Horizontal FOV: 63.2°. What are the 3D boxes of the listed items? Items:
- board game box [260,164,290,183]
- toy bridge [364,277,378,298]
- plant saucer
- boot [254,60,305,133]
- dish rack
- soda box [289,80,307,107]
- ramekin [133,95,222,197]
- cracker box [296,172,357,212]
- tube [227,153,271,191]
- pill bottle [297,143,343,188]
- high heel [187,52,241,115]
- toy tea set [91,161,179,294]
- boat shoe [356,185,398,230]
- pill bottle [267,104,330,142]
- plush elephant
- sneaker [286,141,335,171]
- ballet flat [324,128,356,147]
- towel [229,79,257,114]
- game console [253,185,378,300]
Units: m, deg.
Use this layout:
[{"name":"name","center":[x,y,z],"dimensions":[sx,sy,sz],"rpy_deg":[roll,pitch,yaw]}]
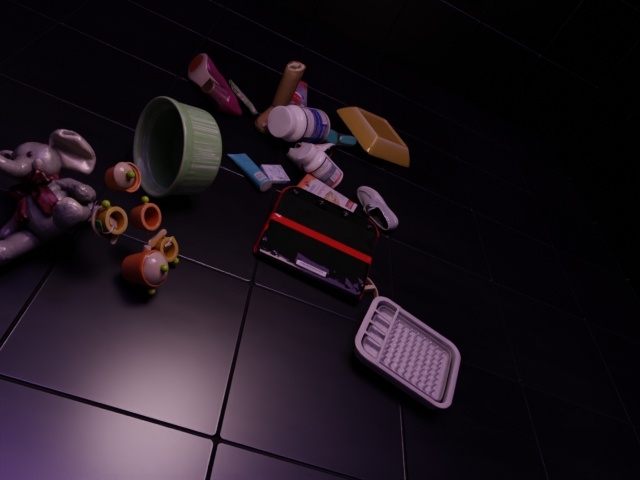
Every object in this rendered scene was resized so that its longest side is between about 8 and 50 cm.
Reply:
[{"name":"board game box","center":[-0.175,-0.255,1.997],"dimensions":[0.090,0.020,0.090],"rpy_deg":[-4,50,-39]},{"name":"toy bridge","center":[0.159,0.164,1.755],"dimensions":[0.063,0.026,0.188],"rpy_deg":[-2,49,-38]},{"name":"plant saucer","center":[0.278,-0.521,2.531],"dimensions":[0.332,0.081,0.333],"rpy_deg":[9,41,-44]},{"name":"boot","center":[-0.173,-0.603,2.184],"dimensions":[0.089,0.269,0.236],"rpy_deg":[29,36,-1]},{"name":"dish rack","center":[0.258,0.346,1.582],"dimensions":[0.332,0.072,0.285],"rpy_deg":[34,36,2]},{"name":"soda box","center":[-0.119,-0.671,2.458],"dimensions":[0.092,0.083,0.263],"rpy_deg":[20,38,-17]},{"name":"ramekin","center":[-0.440,-0.281,1.612],"dimensions":[0.148,0.303,0.303],"rpy_deg":[0,47,-47]},{"name":"cracker box","center":[0.010,-0.140,1.960],"dimensions":[0.232,0.067,0.156],"rpy_deg":[33,37,0]},{"name":"tube","center":[-0.259,-0.264,1.927],"dimensions":[0.080,0.052,0.207],"rpy_deg":[-8,47,-47]},{"name":"pill bottle","center":[-0.004,-0.289,2.033],"dimensions":[0.180,0.108,0.108],"rpy_deg":[44,29,-31]},{"name":"high heel","center":[-0.454,-0.661,2.224],"dimensions":[0.181,0.127,0.377],"rpy_deg":[38,20,-45]},{"name":"toy tea set","center":[-0.449,-0.033,1.319],"dimensions":[0.124,0.336,0.200],"rpy_deg":[-1,37,26]},{"name":"boat shoe","center":[0.217,-0.130,2.088],"dimensions":[0.227,0.079,0.081],"rpy_deg":[49,35,16]},{"name":"pill bottle","center":[-0.090,-0.486,2.179],"dimensions":[0.153,0.153,0.264],"rpy_deg":[49,30,21]},{"name":"plush elephant","center":[-0.688,-0.132,1.272],"dimensions":[0.255,0.271,0.330],"rpy_deg":[61,13,-12]},{"name":"sneaker","center":[-0.038,-0.378,2.178],"dimensions":[0.121,0.099,0.262],"rpy_deg":[38,36,15]},{"name":"ballet flat","center":[0.068,-0.461,2.373],"dimensions":[0.203,0.074,0.074],"rpy_deg":[6,44,-33]},{"name":"towel","center":[-0.333,-0.609,2.216],"dimensions":[0.152,0.023,0.113],"rpy_deg":[45,10,-37]},{"name":"game console","center":[0.000,0.000,1.762],"dimensions":[0.386,0.060,0.342],"rpy_deg":[24,52,-5]}]
